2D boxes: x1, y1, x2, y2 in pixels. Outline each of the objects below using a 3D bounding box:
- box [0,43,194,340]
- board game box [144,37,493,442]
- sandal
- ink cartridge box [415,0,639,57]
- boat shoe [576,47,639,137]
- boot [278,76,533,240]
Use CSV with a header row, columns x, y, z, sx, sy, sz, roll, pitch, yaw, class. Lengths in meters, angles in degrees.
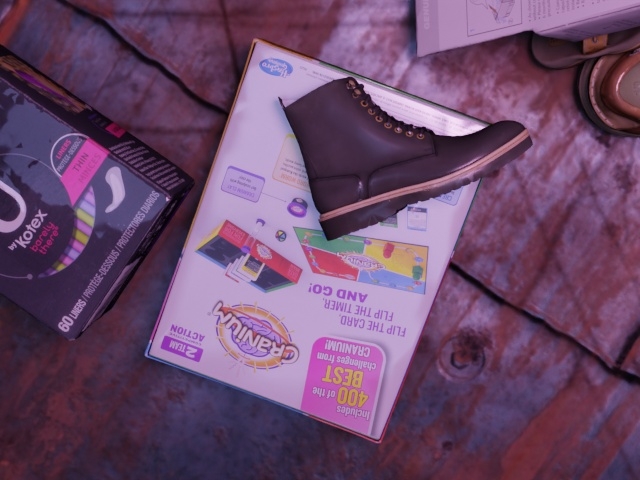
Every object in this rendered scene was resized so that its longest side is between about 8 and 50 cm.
x,y,z,sx,sy,sz,roll,pitch,yaw,class
-0.275,-0.060,1.071,0.270,0.143,0.165,34,99,-2,box
0.000,0.000,1.103,0.242,0.064,0.316,21,99,0,board game box
0.238,-0.195,1.011,0.049,0.180,0.072,13,73,-31,sandal
0.190,-0.314,0.976,0.066,0.261,0.296,1,86,-41,ink cartridge box
0.395,-0.151,1.029,0.324,0.120,0.122,-14,98,5,boat shoe
0.070,-0.098,1.018,0.198,0.077,0.137,-23,91,5,boot
